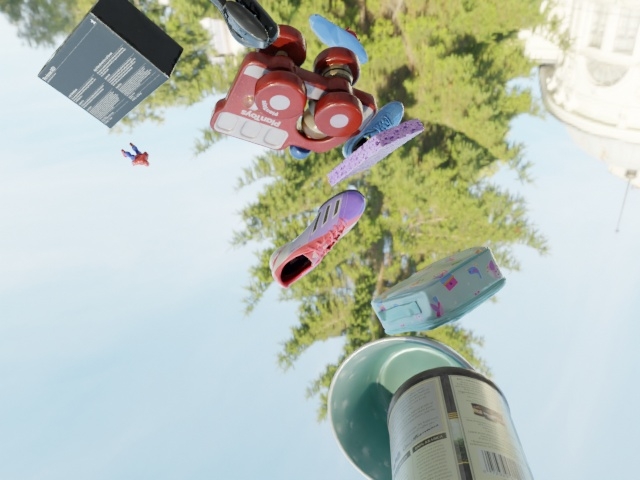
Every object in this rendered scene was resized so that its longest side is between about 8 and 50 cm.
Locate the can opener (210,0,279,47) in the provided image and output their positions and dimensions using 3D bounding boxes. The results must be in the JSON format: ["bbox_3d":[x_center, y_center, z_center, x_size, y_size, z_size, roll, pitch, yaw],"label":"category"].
[{"bbox_3d":[-0.126,-0.323,0.738,0.059,0.186,0.073,-45,-174,-13],"label":"can opener"}]

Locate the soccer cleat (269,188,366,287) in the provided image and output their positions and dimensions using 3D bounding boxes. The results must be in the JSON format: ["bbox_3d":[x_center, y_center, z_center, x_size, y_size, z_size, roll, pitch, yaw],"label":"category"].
[{"bbox_3d":[0.000,0.000,1.472,0.318,0.109,0.116,-41,-154,11],"label":"soccer cleat"}]

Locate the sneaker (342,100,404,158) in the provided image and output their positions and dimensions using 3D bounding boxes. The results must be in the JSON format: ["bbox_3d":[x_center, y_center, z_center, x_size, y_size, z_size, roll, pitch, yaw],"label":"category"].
[{"bbox_3d":[0.147,-0.282,1.491,0.209,0.069,0.082,-43,-165,-3],"label":"sneaker"}]

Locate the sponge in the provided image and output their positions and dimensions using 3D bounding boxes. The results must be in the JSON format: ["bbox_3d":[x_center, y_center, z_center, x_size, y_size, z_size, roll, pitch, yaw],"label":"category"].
[{"bbox_3d":[0.106,-0.178,1.165,0.117,0.031,0.210,-28,178,-30],"label":"sponge"}]

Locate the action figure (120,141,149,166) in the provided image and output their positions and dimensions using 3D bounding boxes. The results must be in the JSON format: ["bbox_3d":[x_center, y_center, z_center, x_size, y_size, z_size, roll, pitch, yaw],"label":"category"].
[{"bbox_3d":[-0.354,-0.162,1.110,0.038,0.030,0.115,-39,-145,-15],"label":"action figure"}]

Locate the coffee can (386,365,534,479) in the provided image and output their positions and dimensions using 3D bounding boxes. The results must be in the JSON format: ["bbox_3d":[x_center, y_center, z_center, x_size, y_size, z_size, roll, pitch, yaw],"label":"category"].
[{"bbox_3d":[0.202,0.344,0.828,0.202,0.201,0.275,-1,-158,5],"label":"coffee can"}]

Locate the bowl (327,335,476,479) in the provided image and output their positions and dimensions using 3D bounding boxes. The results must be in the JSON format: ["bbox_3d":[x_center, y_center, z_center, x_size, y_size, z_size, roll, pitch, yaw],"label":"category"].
[{"bbox_3d":[0.185,0.311,1.112,0.312,0.311,0.163,8,-168,18],"label":"bowl"}]

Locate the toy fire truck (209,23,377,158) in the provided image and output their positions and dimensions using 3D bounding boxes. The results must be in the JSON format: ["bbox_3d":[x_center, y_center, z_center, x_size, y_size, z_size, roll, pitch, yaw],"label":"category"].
[{"bbox_3d":[-0.053,-0.277,1.195,0.303,0.254,0.169,14,-124,-24],"label":"toy fire truck"}]

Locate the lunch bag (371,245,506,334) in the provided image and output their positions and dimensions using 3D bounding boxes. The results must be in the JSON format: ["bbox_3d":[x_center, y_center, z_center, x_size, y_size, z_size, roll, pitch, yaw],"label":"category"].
[{"bbox_3d":[0.247,0.121,1.254,0.224,0.107,0.279,-30,178,-27],"label":"lunch bag"}]

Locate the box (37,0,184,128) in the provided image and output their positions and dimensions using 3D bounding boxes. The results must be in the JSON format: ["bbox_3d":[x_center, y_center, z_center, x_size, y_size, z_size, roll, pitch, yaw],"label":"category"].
[{"bbox_3d":[-0.443,-0.374,1.204,0.261,0.184,0.103,-20,-134,41],"label":"box"}]

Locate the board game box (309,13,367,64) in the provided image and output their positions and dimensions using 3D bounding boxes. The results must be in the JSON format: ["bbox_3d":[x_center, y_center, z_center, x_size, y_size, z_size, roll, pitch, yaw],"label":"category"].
[{"bbox_3d":[0.051,-0.487,1.353,0.169,0.133,0.033,34,-94,11],"label":"board game box"}]
